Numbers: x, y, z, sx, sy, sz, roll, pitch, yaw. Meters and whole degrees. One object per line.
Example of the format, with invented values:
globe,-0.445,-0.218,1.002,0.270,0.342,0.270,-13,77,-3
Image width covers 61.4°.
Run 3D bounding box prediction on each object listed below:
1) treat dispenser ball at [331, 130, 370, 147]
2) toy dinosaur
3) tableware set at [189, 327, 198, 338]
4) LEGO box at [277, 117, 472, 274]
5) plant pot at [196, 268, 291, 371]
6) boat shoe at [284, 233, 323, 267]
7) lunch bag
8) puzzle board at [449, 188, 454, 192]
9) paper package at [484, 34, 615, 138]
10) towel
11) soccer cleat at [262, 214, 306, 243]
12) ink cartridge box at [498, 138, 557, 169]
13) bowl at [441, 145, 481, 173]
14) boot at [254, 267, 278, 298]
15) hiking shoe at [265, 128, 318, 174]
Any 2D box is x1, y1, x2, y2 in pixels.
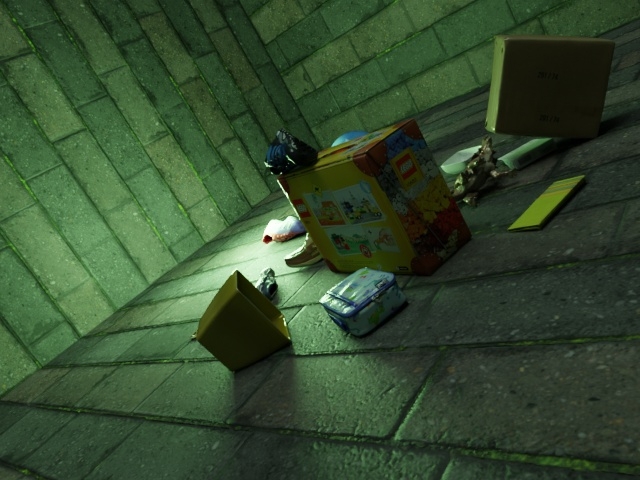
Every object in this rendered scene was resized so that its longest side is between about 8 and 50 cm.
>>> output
treat dispenser ball,0.179,-0.384,2.601,0.288,0.288,0.288,-28,15,8
toy dinosaur,0.494,-0.201,1.747,0.296,0.127,0.200,-42,7,1
tableware set,-0.393,0.306,1.937,0.141,0.020,0.169,-39,17,-32
LEGO box,0.136,-0.104,1.593,0.193,0.372,0.500,-37,17,-26
plant pot,-0.232,0.238,1.525,0.187,0.212,0.212,-42,15,1
boat shoe,0.000,0.000,2.006,0.325,0.116,0.123,-25,15,17
lunch bag,0.103,0.152,1.373,0.176,0.090,0.219,-36,15,-12
puzzle board,0.405,-0.146,1.926,0.128,0.011,0.096,-34,14,-17
paper package,0.707,-0.484,1.700,0.325,0.309,0.168,3,22,6
towel,0.587,-0.093,1.392,0.237,0.021,0.102,-39,11,-27
soccer cleat,-0.164,-0.040,2.527,0.318,0.109,0.116,-5,49,55
ink cartridge box,0.694,-0.292,1.824,0.146,0.045,0.179,-29,5,5
bowl,0.557,-0.307,2.085,0.142,0.053,0.142,-40,17,-32
boot,-0.183,0.158,1.957,0.086,0.069,0.190,-15,28,25
hiking shoe,-0.094,-0.247,1.631,0.132,0.113,0.304,-59,19,8
